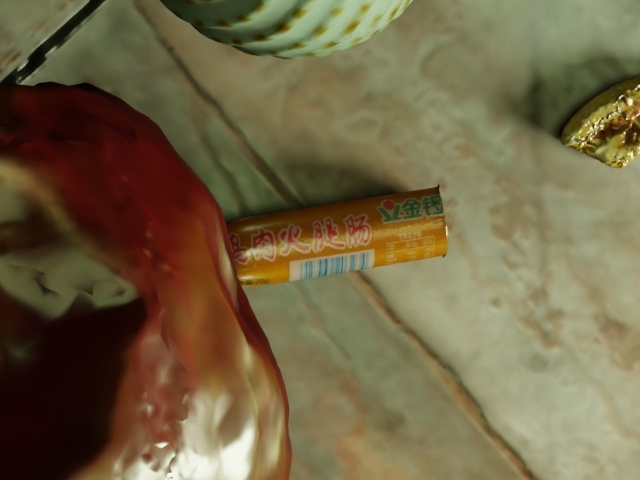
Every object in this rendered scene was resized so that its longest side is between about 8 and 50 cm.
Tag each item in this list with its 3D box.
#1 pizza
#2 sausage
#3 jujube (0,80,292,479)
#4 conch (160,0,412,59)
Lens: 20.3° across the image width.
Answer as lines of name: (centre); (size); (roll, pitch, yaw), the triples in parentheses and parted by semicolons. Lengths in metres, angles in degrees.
pizza: (0.141, -0.053, 0.767); (0.083, 0.016, 0.037); (-15, 108, -11)
sausage: (0.000, 0.000, 0.739); (0.107, 0.031, 0.031); (-8, 100, -11)
jujube: (-0.193, 0.100, 0.608); (0.377, 0.276, 0.276); (-21, 103, 5)
conch: (0.000, -0.156, 0.665); (0.131, 0.200, 0.172); (19, 108, 18)
